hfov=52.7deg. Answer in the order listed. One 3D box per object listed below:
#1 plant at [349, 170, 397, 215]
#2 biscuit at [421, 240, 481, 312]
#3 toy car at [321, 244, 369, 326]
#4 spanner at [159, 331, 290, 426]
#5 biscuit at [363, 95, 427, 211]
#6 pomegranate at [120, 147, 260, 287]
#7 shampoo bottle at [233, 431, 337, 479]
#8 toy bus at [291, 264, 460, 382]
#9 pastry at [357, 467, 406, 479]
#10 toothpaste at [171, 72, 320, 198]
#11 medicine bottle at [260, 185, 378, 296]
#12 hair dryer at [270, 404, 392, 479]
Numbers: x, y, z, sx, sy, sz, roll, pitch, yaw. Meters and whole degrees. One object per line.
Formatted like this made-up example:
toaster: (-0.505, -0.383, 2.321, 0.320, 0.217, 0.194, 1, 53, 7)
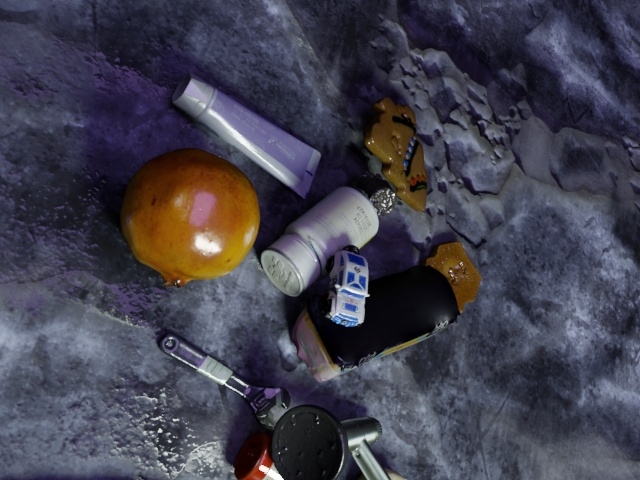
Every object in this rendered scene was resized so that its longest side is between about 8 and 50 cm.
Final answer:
plant: (0.120, -0.110, 1.519, 0.094, 0.143, 0.092, 3, 109, -18)
biscuit: (0.321, 0.110, 1.670, 0.215, 0.034, 0.182, -40, 102, -29)
toy car: (0.056, 0.088, 1.307, 0.080, 0.070, 0.171, 19, 57, -20)
spanner: (-0.195, 0.282, 1.313, 0.316, 0.024, 0.087, 36, 69, -23)
biscuit: (0.209, -0.214, 1.612, 0.278, 0.043, 0.301, -47, 117, -52)
pomegranate: (-0.243, -0.039, 1.217, 0.264, 0.264, 0.264, 7, 77, -32)
shampoo bottle: (-0.039, 0.501, 1.321, 0.278, 0.104, 0.104, 38, 63, -21)
toy bus: (0.123, 0.178, 1.446, 0.386, 0.162, 0.171, -14, 71, -35)
pastry: (0.135, 0.582, 1.427, 0.156, 0.092, 0.156, 8, 74, -29)
toothpaste: (-0.148, -0.230, 1.412, 0.371, 0.080, 0.125, 30, 66, -30)
medicine bottle: (0.000, 0.000, 1.419, 0.258, 0.143, 0.143, -38, 102, -33)
hair dryer: (0.095, 0.450, 1.275, 0.320, 0.284, 0.156, 23, 103, -53)
